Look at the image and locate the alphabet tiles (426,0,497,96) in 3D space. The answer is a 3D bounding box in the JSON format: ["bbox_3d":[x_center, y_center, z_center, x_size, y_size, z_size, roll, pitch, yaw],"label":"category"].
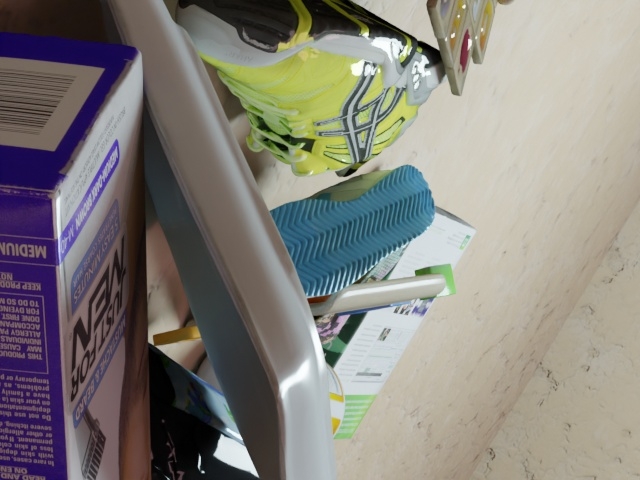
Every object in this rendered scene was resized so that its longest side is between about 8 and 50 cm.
[{"bbox_3d":[0.144,-0.309,1.182,0.285,0.011,0.343,58,45,-68],"label":"alphabet tiles"}]

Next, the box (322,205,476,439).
[{"bbox_3d":[0.060,0.098,1.709,0.322,0.058,0.232,-60,160,4],"label":"box"}]

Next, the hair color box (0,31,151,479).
[{"bbox_3d":[-0.165,0.075,0.802,0.185,0.110,0.339,-77,173,-60],"label":"hair color box"}]

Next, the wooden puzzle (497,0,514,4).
[{"bbox_3d":[0.224,-0.344,1.319,0.238,0.044,0.221,-39,137,-61],"label":"wooden puzzle"}]

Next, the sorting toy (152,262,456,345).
[{"bbox_3d":[-0.007,0.051,1.338,0.347,0.196,0.047,-6,84,-51],"label":"sorting toy"}]

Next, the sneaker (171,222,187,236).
[{"bbox_3d":[-0.074,-0.008,1.236,0.067,0.064,0.175,-65,163,-7],"label":"sneaker"}]

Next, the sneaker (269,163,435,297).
[{"bbox_3d":[0.000,0.000,1.236,0.228,0.087,0.092,-21,-178,-43],"label":"sneaker"}]

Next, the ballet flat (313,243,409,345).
[{"bbox_3d":[0.032,0.019,1.505,0.221,0.077,0.079,-54,156,3],"label":"ballet flat"}]

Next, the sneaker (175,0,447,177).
[{"bbox_3d":[-0.002,-0.119,1.117,0.147,0.145,0.384,-61,158,10],"label":"sneaker"}]

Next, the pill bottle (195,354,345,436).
[{"bbox_3d":[-0.045,0.167,1.477,0.117,0.117,0.215,-57,160,0],"label":"pill bottle"}]

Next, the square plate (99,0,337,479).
[{"bbox_3d":[-0.061,0.024,0.941,0.049,0.344,0.347,-21,150,-9],"label":"square plate"}]

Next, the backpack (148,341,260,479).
[{"bbox_3d":[-0.145,0.228,1.166,0.355,0.273,0.290,31,92,-38],"label":"backpack"}]
